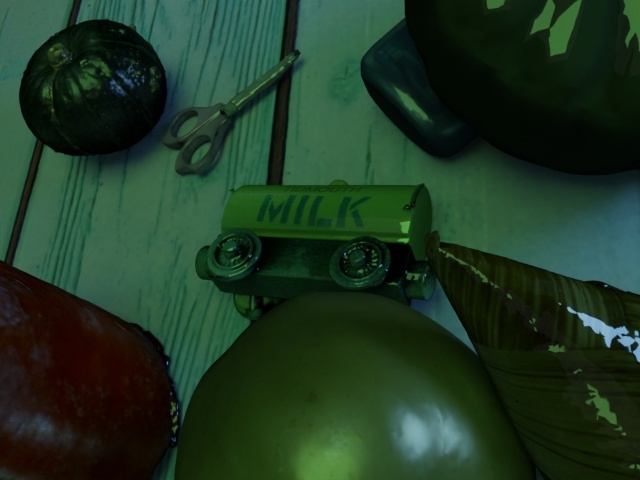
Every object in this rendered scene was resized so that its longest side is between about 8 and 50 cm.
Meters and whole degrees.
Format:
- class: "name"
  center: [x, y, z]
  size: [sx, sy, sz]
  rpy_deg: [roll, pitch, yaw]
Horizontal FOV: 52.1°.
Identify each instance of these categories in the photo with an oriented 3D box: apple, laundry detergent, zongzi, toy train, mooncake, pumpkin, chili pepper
- class: "apple"
  center: [0.019, 0.164, 0.486]
  size: [0.262, 0.262, 0.263]
  rpy_deg: [-9, 65, 20]
- class: "laundry detergent"
  center: [0.183, -0.224, 0.670]
  size: [0.290, 0.094, 0.143]
  rpy_deg: [-43, 61, 2]
- class: "zongzi"
  center: [0.173, 0.143, 0.370]
  size: [0.134, 0.288, 0.286]
  rpy_deg: [-43, 29, 41]
- class: "toy train"
  center: [0.000, 0.000, 0.662]
  size: [0.253, 0.105, 0.157]
  rpy_deg: [3, 55, 25]
- class: "mooncake"
  center: [0.246, -0.221, 0.530]
  size: [0.350, 0.187, 0.352]
  rpy_deg: [0, 84, 2]
- class: "pumpkin"
  center: [-0.290, -0.195, 0.841]
  size: [0.190, 0.146, 0.191]
  rpy_deg: [-1, 58, 1]
- class: "chili pepper"
  center: [-0.306, 0.119, 0.626]
  size: [0.229, 0.305, 0.252]
  rpy_deg: [-22, 51, 8]

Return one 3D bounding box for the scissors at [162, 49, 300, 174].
- class: "scissors"
  center: [-0.108, -0.167, 0.820]
  size: [0.212, 0.021, 0.110]
  rpy_deg: [-36, 55, 6]
